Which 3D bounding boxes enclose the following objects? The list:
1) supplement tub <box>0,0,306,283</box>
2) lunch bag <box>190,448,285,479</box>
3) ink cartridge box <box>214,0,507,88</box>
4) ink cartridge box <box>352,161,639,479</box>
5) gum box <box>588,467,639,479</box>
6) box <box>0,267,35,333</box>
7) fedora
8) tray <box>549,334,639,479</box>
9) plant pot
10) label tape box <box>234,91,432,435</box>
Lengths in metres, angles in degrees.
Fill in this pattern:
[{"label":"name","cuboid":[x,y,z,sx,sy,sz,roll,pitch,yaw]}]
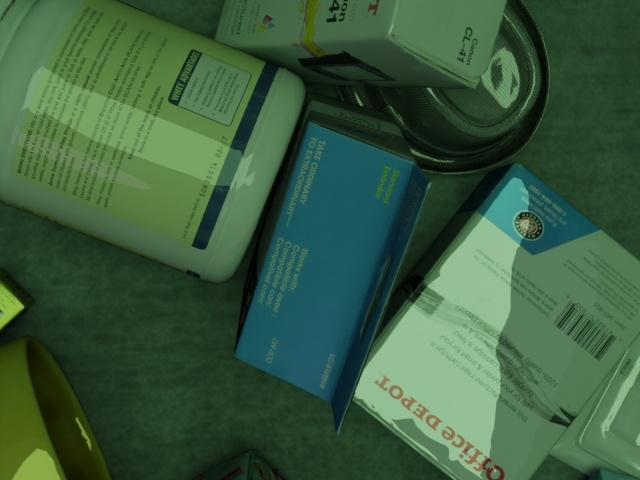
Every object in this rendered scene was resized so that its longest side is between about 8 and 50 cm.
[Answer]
[{"label":"supplement tub","cuboid":[-0.201,-0.116,1.069,0.324,0.235,0.235,22,88,-5]},{"label":"lunch bag","cuboid":[-0.060,0.348,1.064,0.107,0.279,0.224,-29,95,3]},{"label":"ink cartridge box","cuboid":[0.044,-0.279,1.053,0.131,0.306,0.226,18,86,-36]},{"label":"ink cartridge box","cuboid":[0.193,0.103,1.160,0.223,0.129,0.307,39,86,-5]},{"label":"gum box","cuboid":[0.394,0.348,1.164,0.184,0.157,0.041,18,129,-12]},{"label":"box","cuboid":[-0.414,0.129,1.121,0.232,0.087,0.058,-45,96,-6]},{"label":"fedora","cuboid":[0.143,-0.206,1.160,0.243,0.124,0.275,-32,93,-6]},{"label":"tray","cuboid":[0.387,0.163,1.230,0.145,0.030,0.270,29,87,-4]},{"label":"plant pot","cuboid":[-0.349,0.255,1.040,0.239,0.254,0.254,-23,92,-7]},{"label":"label tape box","cuboid":[0.000,0.000,1.012,0.105,0.334,0.241,17,104,-6]}]
